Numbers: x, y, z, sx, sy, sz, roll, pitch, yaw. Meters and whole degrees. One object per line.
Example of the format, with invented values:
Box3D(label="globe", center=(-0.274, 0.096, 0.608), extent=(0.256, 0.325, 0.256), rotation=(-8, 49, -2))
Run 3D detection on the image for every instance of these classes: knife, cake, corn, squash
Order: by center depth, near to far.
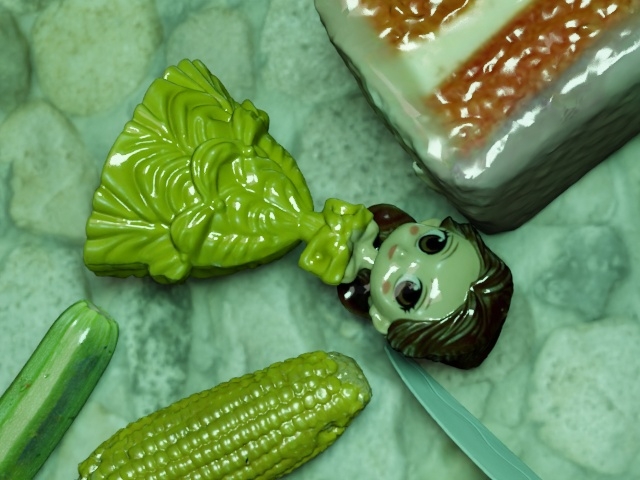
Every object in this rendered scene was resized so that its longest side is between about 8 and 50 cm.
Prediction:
Box3D(label="knife", center=(0.157, 0.185, 1.325), extent=(0.331, 0.080, 0.044), rotation=(40, 110, 21))
Box3D(label="cake", center=(0.169, -0.175, 1.331), extent=(0.309, 0.230, 0.237), rotation=(-37, 74, 2))
Box3D(label="corn", center=(-0.082, 0.165, 1.383), extent=(0.262, 0.097, 0.097), rotation=(-25, 76, 0))
Box3D(label="squash", center=(-0.243, 0.151, 1.428), extent=(0.066, 0.066, 0.229), rotation=(34, 87, 14))

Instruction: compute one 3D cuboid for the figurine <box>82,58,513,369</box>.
Box3D(label="figurine", center=(0.000, -0.002, 1.358), extent=(0.315, 0.168, 0.187), rotation=(22, 43, 13))
